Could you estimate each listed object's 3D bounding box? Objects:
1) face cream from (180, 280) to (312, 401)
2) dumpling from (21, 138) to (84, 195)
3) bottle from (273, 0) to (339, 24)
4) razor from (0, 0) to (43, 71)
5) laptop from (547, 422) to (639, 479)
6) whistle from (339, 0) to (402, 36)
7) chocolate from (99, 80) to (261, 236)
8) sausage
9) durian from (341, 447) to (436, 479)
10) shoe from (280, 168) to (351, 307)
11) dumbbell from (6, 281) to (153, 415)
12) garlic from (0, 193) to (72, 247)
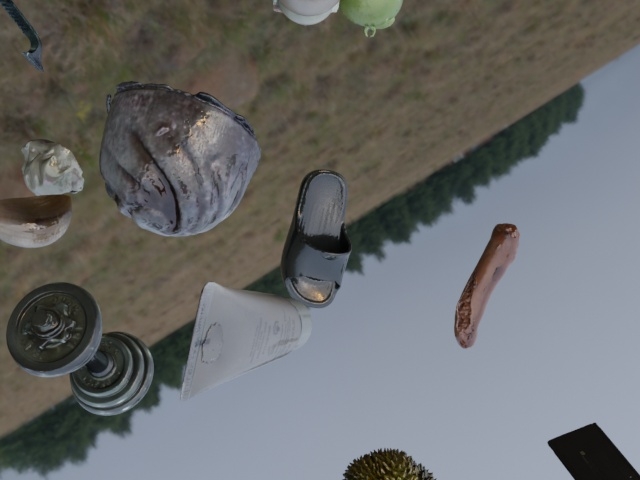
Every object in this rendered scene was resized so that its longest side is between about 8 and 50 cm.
[{"bbox_3d":[-0.094,0.121,1.141,0.314,0.089,0.143,3,102,-73],"label":"face cream"},{"bbox_3d":[-0.606,-0.162,1.937,0.188,0.127,0.108,10,-137,31],"label":"dumpling"},{"bbox_3d":[-0.023,-0.481,1.637,0.147,0.147,0.236,-32,178,-5],"label":"bottle"},{"bbox_3d":[-0.476,-0.352,1.355,0.033,0.190,0.066,-32,168,-4],"label":"razor"},{"bbox_3d":[0.586,0.475,1.840,0.135,0.197,0.016,-14,130,-19],"label":"laptop"},{"bbox_3d":[0.101,-0.553,1.720,0.141,0.294,0.141,0,-161,0],"label":"whistle"},{"bbox_3d":[-0.272,-0.119,1.559,0.303,0.303,0.213,148,-40,-65],"label":"chocolate"},{"bbox_3d":[0.356,0.099,1.906,0.304,0.078,0.078,-68,167,19],"label":"sausage"},{"bbox_3d":[0.181,0.642,2.209,0.258,0.258,0.293,-32,152,0],"label":"durian"},{"bbox_3d":[0.000,0.000,1.485,0.108,0.241,0.093,6,-175,-19],"label":"shoe"},{"bbox_3d":[-0.448,0.214,1.662,0.179,0.179,0.406,-32,155,-6],"label":"dumbbell"},{"bbox_3d":[-0.586,-0.035,1.760,0.195,0.101,0.087,-9,150,-33],"label":"garlic"}]
